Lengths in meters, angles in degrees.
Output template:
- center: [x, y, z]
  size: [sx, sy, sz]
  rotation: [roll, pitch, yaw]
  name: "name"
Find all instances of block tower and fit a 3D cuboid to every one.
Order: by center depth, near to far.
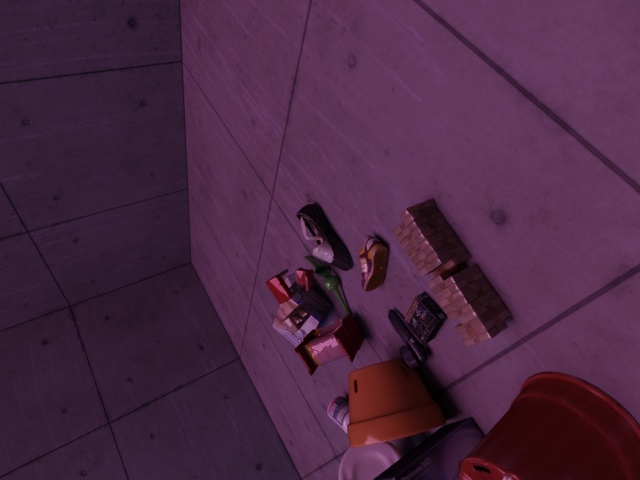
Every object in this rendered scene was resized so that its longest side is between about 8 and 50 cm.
- center: [0.299, 0.071, 0.966]
  size: [0.336, 0.090, 0.097]
  rotation: [61, 151, 15]
  name: "block tower"

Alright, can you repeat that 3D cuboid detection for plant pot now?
- center: [0.434, 0.443, 0.798]
  size: [0.272, 0.265, 0.273]
  rotation: [39, 139, 43]
  name: "plant pot"
- center: [0.206, 0.481, 1.249]
  size: [0.291, 0.290, 0.204]
  rotation: [124, 138, -57]
  name: "plant pot"

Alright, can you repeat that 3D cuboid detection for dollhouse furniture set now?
- center: [-0.035, 0.269, 1.475]
  size: [0.201, 0.152, 0.374]
  rotation: [-31, 95, 32]
  name: "dollhouse furniture set"

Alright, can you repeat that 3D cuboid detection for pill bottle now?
- center: [0.217, 0.838, 1.399]
  size: [0.224, 0.224, 0.392]
  rotation: [40, 162, 42]
  name: "pill bottle"
- center: [0.119, 0.742, 1.728]
  size: [0.180, 0.108, 0.108]
  rotation: [18, 124, 56]
  name: "pill bottle"

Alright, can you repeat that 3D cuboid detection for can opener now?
- center: [0.254, 0.285, 1.231]
  size: [0.059, 0.073, 0.186]
  rotation: [100, 149, -55]
  name: "can opener"

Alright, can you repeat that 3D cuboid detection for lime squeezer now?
- center: [0.027, 0.141, 1.555]
  size: [0.310, 0.059, 0.110]
  rotation: [50, 177, 28]
  name: "lime squeezer"

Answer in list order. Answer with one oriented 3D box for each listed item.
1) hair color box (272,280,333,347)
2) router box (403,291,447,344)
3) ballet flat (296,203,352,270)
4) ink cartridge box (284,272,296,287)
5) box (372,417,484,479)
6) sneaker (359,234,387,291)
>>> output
- center: [-0.085, 0.323, 1.748]
  size: [0.185, 0.110, 0.339]
  rotation: [38, 143, 12]
  name: "hair color box"
- center: [0.288, 0.216, 1.141]
  size: [0.092, 0.038, 0.122]
  rotation: [50, 146, 31]
  name: "router box"
- center: [0.000, 0.000, 1.439]
  size: [0.280, 0.096, 0.095]
  rotation: [58, 150, 19]
  name: "ballet flat"
- center: [-0.118, 0.221, 1.841]
  size: [0.099, 0.056, 0.135]
  rotation: [55, 149, 21]
  name: "ink cartridge box"
- center: [0.347, 0.687, 1.084]
  size: [0.294, 0.296, 0.183]
  rotation: [56, 150, 22]
  name: "box"
- center: [0.153, 0.071, 1.260]
  size: [0.084, 0.069, 0.186]
  rotation: [53, 143, 44]
  name: "sneaker"
